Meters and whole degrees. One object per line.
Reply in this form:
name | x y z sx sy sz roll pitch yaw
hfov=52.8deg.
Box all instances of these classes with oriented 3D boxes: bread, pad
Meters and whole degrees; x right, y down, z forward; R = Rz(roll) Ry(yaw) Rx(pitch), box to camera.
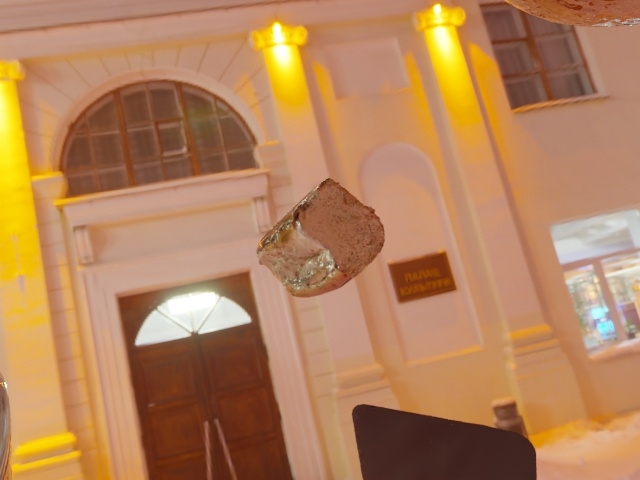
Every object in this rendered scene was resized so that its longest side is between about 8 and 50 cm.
bread | 0.001 0.002 0.535 0.070 0.077 0.083 -41 6 48
pad | 0.161 0.220 0.851 0.250 0.322 0.055 4 8 30

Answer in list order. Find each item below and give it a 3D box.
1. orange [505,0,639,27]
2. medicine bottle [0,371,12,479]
orange | 0.131 -0.193 0.272 0.206 0.205 0.206 -13 -12 -3
medicine bottle | -0.219 0.133 0.358 0.083 0.121 0.229 12 -35 -17
